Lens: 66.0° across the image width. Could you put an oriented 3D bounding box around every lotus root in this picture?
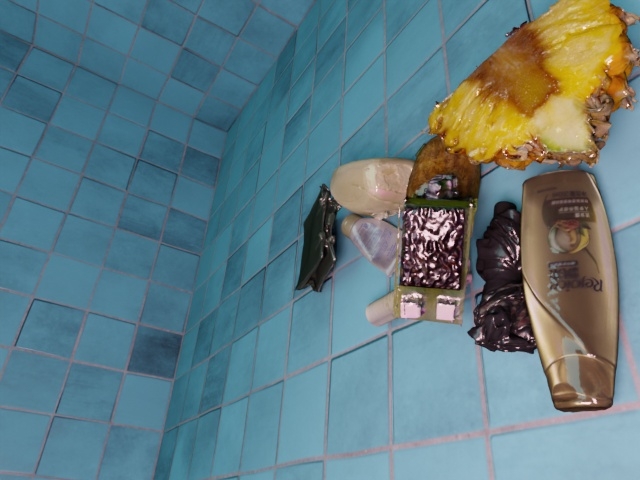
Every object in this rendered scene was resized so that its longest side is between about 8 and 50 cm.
[{"bbox_3d":[0.247,-0.096,1.005,0.128,0.145,0.260,-25,47,65],"label":"lotus root"}]

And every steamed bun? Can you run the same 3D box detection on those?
[{"bbox_3d":[0.134,-0.125,1.247,0.238,0.170,0.152,-5,86,62],"label":"steamed bun"}]

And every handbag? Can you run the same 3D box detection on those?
[{"bbox_3d":[-0.002,0.000,1.425,0.260,0.079,0.247,116,162,-57],"label":"handbag"}]

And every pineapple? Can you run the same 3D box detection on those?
[{"bbox_3d":[0.383,-0.183,0.791,0.344,0.209,0.286,-41,47,28],"label":"pineapple"}]

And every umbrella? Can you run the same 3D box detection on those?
[{"bbox_3d":[0.306,0.055,0.831,0.110,0.122,0.272,1,59,17],"label":"umbrella"}]

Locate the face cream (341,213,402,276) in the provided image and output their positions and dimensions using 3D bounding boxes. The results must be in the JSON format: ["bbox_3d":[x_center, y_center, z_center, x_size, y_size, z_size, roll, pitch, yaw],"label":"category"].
[{"bbox_3d":[0.140,0.000,1.264,0.224,0.070,0.114,35,104,51],"label":"face cream"}]

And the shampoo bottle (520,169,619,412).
[{"bbox_3d":[0.361,0.065,0.717,0.125,0.084,0.350,-6,62,28],"label":"shampoo bottle"}]

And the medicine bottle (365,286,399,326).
[{"bbox_3d":[0.187,0.123,1.059,0.231,0.059,0.059,-38,39,47],"label":"medicine bottle"}]

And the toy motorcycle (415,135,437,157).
[{"bbox_3d":[0.290,-0.236,1.131,0.173,0.058,0.100,-55,23,31],"label":"toy motorcycle"}]

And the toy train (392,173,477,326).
[{"bbox_3d":[0.205,0.019,0.865,0.177,0.134,0.261,-43,-44,-71],"label":"toy train"}]
